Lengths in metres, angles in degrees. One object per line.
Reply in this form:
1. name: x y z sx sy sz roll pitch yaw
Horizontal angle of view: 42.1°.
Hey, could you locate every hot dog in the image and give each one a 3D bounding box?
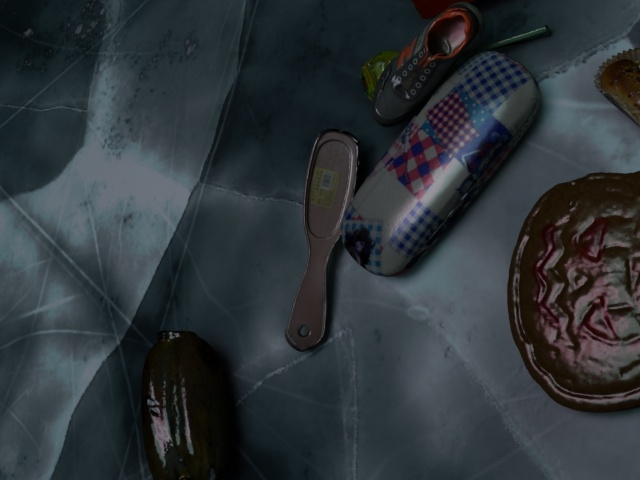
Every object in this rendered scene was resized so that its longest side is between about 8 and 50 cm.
1. hot dog: 0.392 -0.152 0.926 0.099 0.053 0.192 -33 53 -1

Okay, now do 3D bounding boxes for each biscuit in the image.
1. biscuit: 0.331 0.050 0.921 0.257 0.049 0.273 -12 70 32

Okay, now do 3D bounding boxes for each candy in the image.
1. candy: 0.178 -0.244 1.122 0.262 0.073 0.077 -12 87 24

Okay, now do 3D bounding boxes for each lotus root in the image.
1. lotus root: -0.191 0.246 1.184 0.124 0.123 0.241 -9 64 2

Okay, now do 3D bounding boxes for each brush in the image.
1. brush: 0.002 0.000 1.169 0.072 0.067 0.313 9 85 -1

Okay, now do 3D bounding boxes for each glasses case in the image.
1. glasses case: 0.150 -0.097 1.076 0.327 0.076 0.125 -52 55 12

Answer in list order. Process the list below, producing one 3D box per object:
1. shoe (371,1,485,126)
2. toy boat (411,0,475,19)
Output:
1. shoe: 0.130 -0.226 1.070 0.074 0.077 0.194 44 109 3
2. toy boat: 0.250 -0.421 1.080 0.331 0.145 0.133 -20 37 29
